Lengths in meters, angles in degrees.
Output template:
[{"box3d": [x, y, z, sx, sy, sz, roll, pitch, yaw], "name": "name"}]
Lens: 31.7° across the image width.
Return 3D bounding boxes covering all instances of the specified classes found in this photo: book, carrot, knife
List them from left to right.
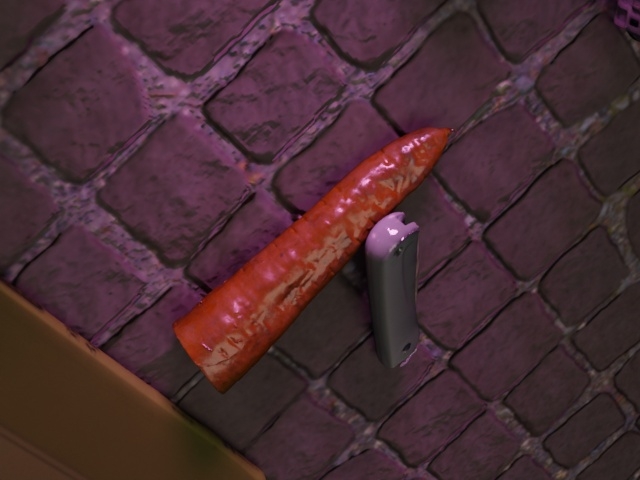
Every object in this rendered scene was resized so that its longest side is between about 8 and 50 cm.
[{"box3d": [-0.208, 0.164, 0.716, 0.239, 0.035, 0.352, -43, 133, 0], "name": "book"}, {"box3d": [0.000, 0.000, 0.716, 0.224, 0.057, 0.057, -44, 133, 0], "name": "carrot"}, {"box3d": [0.052, 0.035, 0.761, 0.044, 0.023, 0.162, -42, 152, -20], "name": "knife"}]

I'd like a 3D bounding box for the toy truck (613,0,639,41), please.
[{"box3d": [0.327, -0.195, 0.724, 0.268, 0.124, 0.155, -11, 120, -27], "name": "toy truck"}]
